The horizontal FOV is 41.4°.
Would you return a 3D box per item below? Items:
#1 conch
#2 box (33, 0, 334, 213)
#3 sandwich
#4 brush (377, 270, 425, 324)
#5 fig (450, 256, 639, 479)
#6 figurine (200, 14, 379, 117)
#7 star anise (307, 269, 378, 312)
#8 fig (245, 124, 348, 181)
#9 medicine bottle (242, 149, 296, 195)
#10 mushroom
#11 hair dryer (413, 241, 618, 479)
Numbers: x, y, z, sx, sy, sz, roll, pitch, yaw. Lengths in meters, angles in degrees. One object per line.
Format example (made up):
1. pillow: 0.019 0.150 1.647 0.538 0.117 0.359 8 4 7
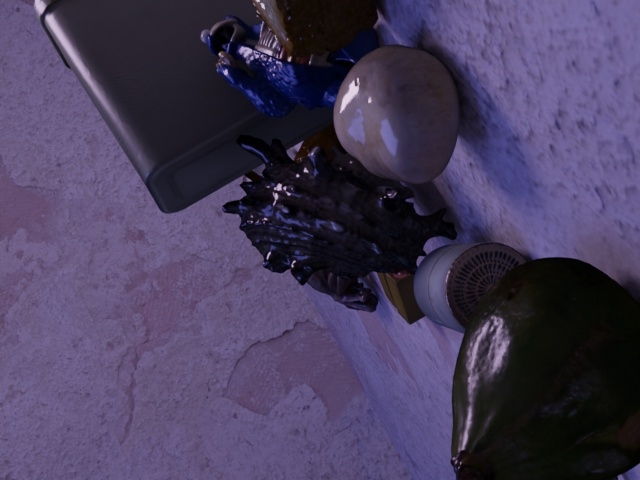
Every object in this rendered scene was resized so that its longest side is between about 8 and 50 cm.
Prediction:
1. conch: 0.027 -0.051 1.144 0.241 0.313 0.186 -77 -3 -69
2. box: -0.178 -0.272 1.252 0.344 0.352 0.177 56 170 18
3. sandwich: -0.054 -0.379 0.867 0.262 0.131 0.325 59 175 23
4. brush: 0.123 0.030 1.480 0.103 0.047 0.233 51 166 54
5. fig: 0.184 0.129 0.728 0.195 0.245 0.195 44 151 32
6. figurine: -0.037 -0.241 1.086 0.262 0.120 0.164 32 118 23
7. star anise: 0.048 0.086 1.933 0.198 0.111 0.257 25 168 34
8. fig: -0.011 -0.102 1.330 0.146 0.201 0.134 37 146 58
9. medicine bottle: -0.118 -0.150 2.064 0.144 0.144 0.252 62 174 -5
10. mushroom: 0.088 -0.131 0.897 0.154 0.122 0.154 10 104 47
11. hair dryer: 0.247 0.159 0.998 0.357 0.107 0.173 55 175 -2
